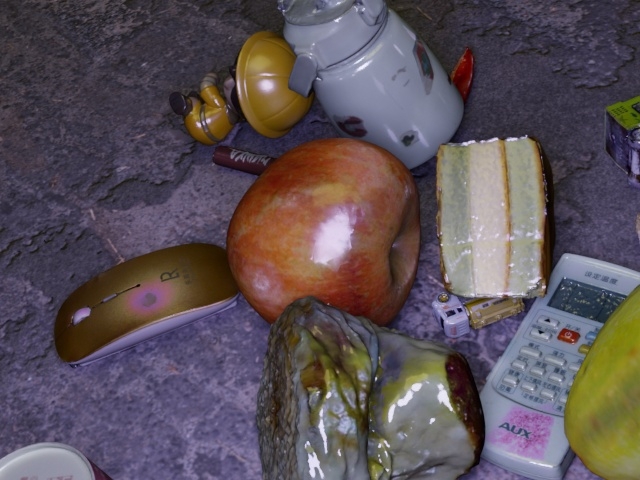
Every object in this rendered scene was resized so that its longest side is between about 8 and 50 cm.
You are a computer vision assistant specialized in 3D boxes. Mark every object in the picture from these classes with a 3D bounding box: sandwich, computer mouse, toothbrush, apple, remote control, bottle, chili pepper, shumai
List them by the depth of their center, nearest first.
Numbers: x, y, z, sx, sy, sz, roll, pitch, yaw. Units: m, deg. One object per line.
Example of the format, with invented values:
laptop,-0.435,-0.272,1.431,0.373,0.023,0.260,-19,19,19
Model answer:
shumai,0.066,0.228,1.255,0.263,0.304,0.309,3,73,-11
remote control,0.321,0.161,1.333,0.145,0.050,0.344,17,54,31
apple,0.000,0.000,1.426,0.302,0.301,0.301,-9,45,9
sandwich,0.260,-0.012,1.441,0.155,0.198,0.227,-3,76,18
computer mouse,-0.278,0.095,1.575,0.310,0.072,0.158,-21,43,-2
bottle,0.059,-0.289,1.616,0.229,0.351,0.229,-24,42,23
toothbrush,-0.036,-0.113,1.720,0.364,0.041,0.041,16,54,29
chili pepper,0.233,-0.251,1.764,0.059,0.050,0.268,-35,22,49

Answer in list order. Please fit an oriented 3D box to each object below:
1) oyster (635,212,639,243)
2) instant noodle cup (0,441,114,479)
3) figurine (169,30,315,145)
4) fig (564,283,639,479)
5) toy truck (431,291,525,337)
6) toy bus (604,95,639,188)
oyster,0.505,0.036,1.387,0.200,0.061,0.106,27,61,36
instant noodle cup,-0.329,0.374,1.244,0.235,0.178,0.234,-10,46,11
figurine,-0.127,-0.257,1.806,0.257,0.192,0.167,-30,69,21
fig,0.436,0.163,1.159,0.326,0.258,0.258,-36,45,6
toy truck,0.225,0.095,1.426,0.123,0.052,0.063,-21,51,-4
toy bus,0.553,-0.111,1.484,0.139,0.113,0.301,-24,43,-11
